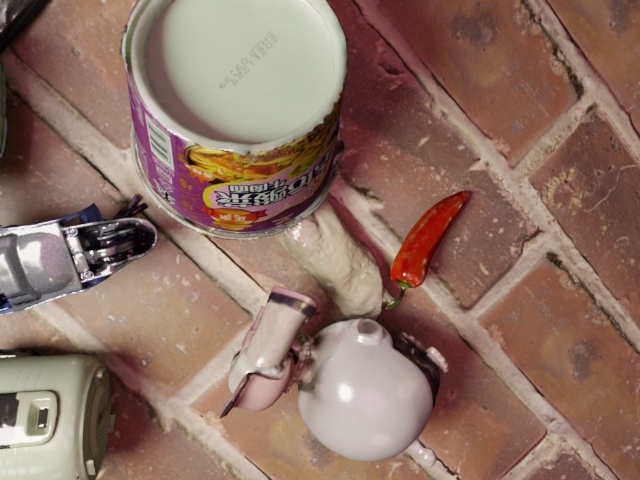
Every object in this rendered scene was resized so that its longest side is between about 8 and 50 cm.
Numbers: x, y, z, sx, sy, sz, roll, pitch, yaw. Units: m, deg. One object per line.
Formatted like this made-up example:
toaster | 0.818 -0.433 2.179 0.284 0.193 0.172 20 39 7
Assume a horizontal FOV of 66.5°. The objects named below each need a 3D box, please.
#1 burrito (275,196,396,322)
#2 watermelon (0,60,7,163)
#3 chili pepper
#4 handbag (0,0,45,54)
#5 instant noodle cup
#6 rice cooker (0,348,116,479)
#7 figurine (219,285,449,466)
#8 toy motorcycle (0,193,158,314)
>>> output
burrito | 0.000 0.000 0.858 0.117 0.076 0.392 -41 106 -8
watermelon | -0.512 -0.140 0.622 0.319 0.222 0.292 21 106 26
chili pepper | 0.187 0.011 0.891 0.071 0.063 0.272 38 76 -24
handbag | -0.519 -0.376 0.706 0.191 0.075 0.332 38 88 -17
instant noodle cup | -0.107 -0.191 0.662 0.340 0.266 0.340 2 76 -9
rice cooker | -0.454 0.280 0.746 0.244 0.226 0.226 0 99 -8
figurine | 0.020 0.249 0.833 0.361 0.253 0.211 20 50 -16
toy motorcycle | -0.414 0.019 0.722 0.358 0.212 0.125 -13 107 -5
